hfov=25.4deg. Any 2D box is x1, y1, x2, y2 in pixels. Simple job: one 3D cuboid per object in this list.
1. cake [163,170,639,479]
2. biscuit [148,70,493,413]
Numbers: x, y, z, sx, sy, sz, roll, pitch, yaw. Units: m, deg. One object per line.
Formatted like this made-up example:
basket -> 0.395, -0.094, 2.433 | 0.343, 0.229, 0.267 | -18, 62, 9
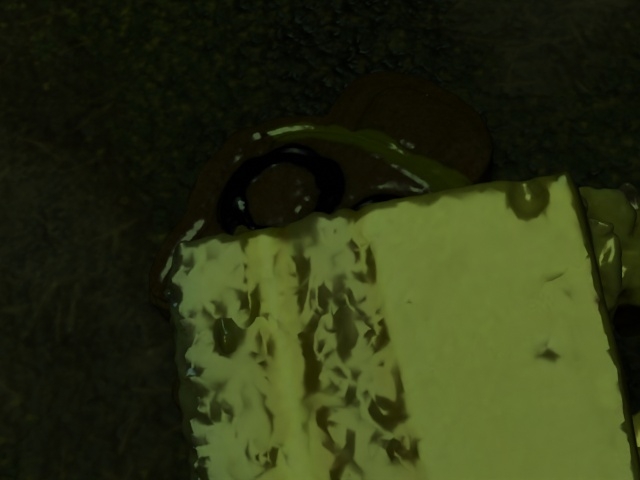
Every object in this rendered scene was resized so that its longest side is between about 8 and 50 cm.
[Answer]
cake -> 0.085, 0.102, 0.735 | 0.286, 0.222, 0.227 | -11, 72, 2
biscuit -> 0.000, 0.000, 0.931 | 0.208, 0.041, 0.290 | 26, 66, 22
